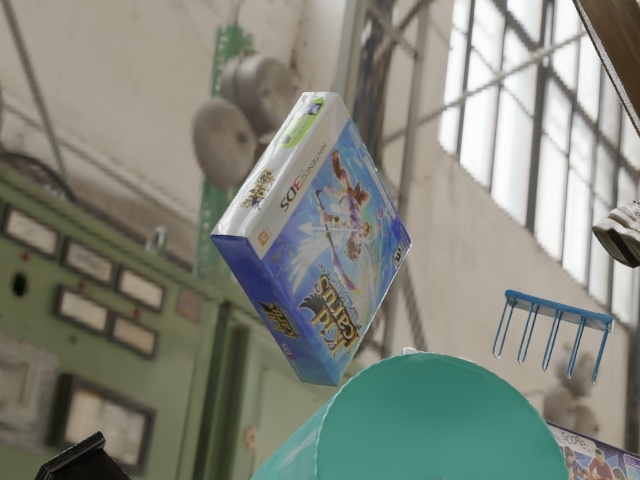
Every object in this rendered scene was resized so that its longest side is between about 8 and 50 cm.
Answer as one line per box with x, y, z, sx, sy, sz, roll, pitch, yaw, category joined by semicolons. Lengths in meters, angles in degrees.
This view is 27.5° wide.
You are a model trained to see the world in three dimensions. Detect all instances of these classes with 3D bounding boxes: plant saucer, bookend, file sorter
0.270;-0.144;1.119;0.041;0.278;0.278;-26;-29;12;plant saucer
-0.196;0.283;1.161;0.072;0.157;0.156;-29;-22;-50;bookend
0.366;0.155;2.062;0.170;0.104;0.118;14;-7;14;file sorter

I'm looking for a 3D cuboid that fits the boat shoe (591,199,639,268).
0.512;-0.008;1.968;0.111;0.104;0.307;52;-2;-20;boat shoe

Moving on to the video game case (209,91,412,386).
0.000;0.000;1.591;0.061;0.244;0.269;4;-41;35;video game case

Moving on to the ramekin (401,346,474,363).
0.204;0.332;2.341;0.135;0.277;0.277;3;-20;3;ramekin

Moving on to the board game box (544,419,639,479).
0.324;0.303;1.590;0.201;0.136;0.035;24;-43;-31;board game box

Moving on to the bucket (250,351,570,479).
0.080;0.246;1.176;0.281;0.281;0.183;12;-32;-13;bucket
